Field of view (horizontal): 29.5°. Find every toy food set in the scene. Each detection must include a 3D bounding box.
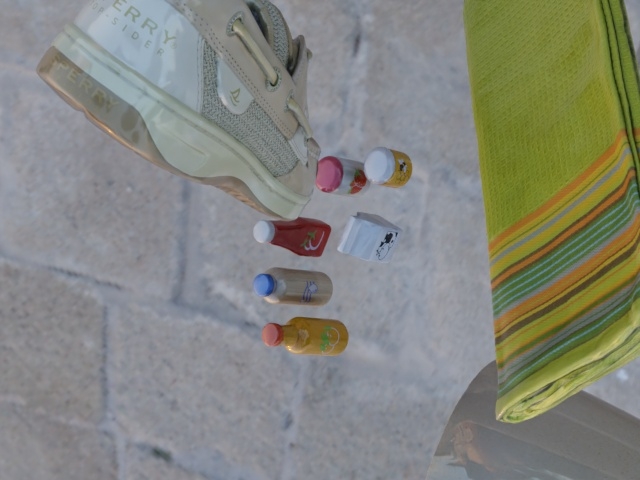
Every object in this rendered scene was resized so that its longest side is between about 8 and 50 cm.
[{"bbox_3d":[0.000,0.000,1.266,0.111,0.104,0.232,34,108,39],"label":"toy food set"}]

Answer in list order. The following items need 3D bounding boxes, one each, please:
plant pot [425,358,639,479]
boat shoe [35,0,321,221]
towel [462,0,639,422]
[{"bbox_3d":[0.257,0.258,1.059,0.274,0.256,0.256,12,120,28],"label":"plant pot"},{"bbox_3d":[-0.046,-0.083,0.658,0.109,0.302,0.098,36,94,14],"label":"boat shoe"},{"bbox_3d":[0.096,-0.046,0.520,0.021,0.237,0.102,17,143,-25],"label":"towel"}]
